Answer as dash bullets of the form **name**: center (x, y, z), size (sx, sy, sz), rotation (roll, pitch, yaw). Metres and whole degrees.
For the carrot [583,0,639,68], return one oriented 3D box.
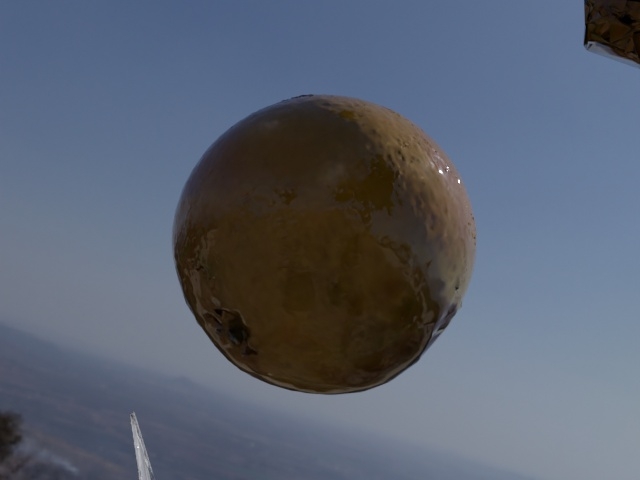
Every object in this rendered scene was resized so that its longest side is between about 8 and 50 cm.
- **carrot**: center (0.270, -0.130, 0.600), size (0.229, 0.069, 0.069), rotation (3, -12, 15)

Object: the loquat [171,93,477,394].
- **loquat**: center (0.000, 0.000, 0.888), size (0.263, 0.263, 0.263), rotation (15, -9, 2)

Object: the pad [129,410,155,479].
- **pad**: center (-0.080, 0.226, 0.572), size (0.004, 0.232, 0.156), rotation (-10, -34, -8)
